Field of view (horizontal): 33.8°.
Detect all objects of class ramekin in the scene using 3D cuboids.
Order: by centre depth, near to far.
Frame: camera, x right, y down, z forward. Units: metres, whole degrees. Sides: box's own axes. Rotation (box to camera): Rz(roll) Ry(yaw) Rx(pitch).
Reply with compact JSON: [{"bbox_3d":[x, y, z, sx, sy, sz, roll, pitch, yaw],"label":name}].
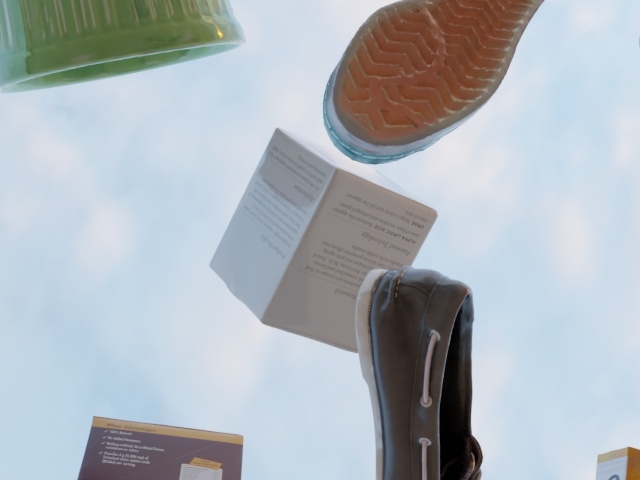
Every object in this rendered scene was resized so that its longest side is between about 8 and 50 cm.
[{"bbox_3d":[-0.248,-0.272,1.223,0.303,0.303,0.148,-14,-82,-19],"label":"ramekin"}]

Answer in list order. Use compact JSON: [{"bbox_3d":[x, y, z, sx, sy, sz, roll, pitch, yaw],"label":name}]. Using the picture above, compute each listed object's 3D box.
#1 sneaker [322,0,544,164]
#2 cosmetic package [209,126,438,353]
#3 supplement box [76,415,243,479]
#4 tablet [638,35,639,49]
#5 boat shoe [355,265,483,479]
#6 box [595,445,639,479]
[{"bbox_3d":[0.088,-0.139,0.837,0.108,0.121,0.302,40,-128,3],"label":"sneaker"},{"bbox_3d":[0.000,0.000,1.170,0.151,0.151,0.184,20,-78,-35],"label":"cosmetic package"},{"bbox_3d":[-0.196,0.327,1.247,0.191,0.194,0.129,8,-63,-6],"label":"supplement box"},{"bbox_3d":[0.125,-0.027,0.298,0.006,0.083,0.054,-37,-51,-14],"label":"tablet"},{"bbox_3d":[0.107,0.177,0.967,0.112,0.095,0.335,-50,-45,-50],"label":"boat shoe"},{"bbox_3d":[0.362,0.326,1.292,0.028,0.081,0.136,14,-111,-9],"label":"box"}]
